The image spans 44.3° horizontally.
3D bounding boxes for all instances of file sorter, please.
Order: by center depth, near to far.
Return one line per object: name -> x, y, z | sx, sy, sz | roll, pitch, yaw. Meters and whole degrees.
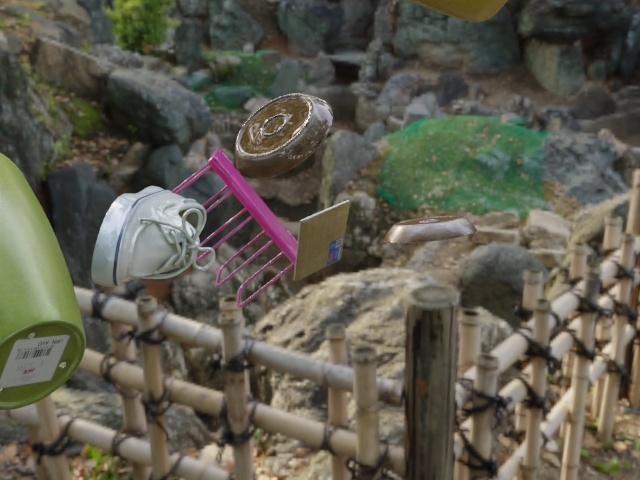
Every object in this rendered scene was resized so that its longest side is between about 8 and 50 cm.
file sorter -> -0.201, -0.025, 1.710 | 0.182, 0.290, 0.202 | -39, 11, 3

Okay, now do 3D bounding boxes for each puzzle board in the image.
puzzle board -> 0.000, 0.000, 1.245 | 0.096, 0.128, 0.011 | -25, 52, -31

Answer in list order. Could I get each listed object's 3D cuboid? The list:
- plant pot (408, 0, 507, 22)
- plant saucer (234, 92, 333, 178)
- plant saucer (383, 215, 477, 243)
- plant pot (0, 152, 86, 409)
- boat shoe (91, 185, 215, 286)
plant pot -> 0.004, -0.221, 0.242 | 0.187, 0.212, 0.212 | -10, 63, -41
plant saucer -> -0.062, -0.162, 1.161 | 0.169, 0.029, 0.168 | -21, 41, 20
plant saucer -> 0.231, -0.026, 1.665 | 0.199, 0.036, 0.198 | -6, 6, 1
plant pot -> -0.429, 0.064, 0.985 | 0.275, 0.274, 0.293 | -19, 47, -39
boat shoe -> -0.248, 0.000, 1.282 | 0.157, 0.135, 0.367 | 13, 11, 1
